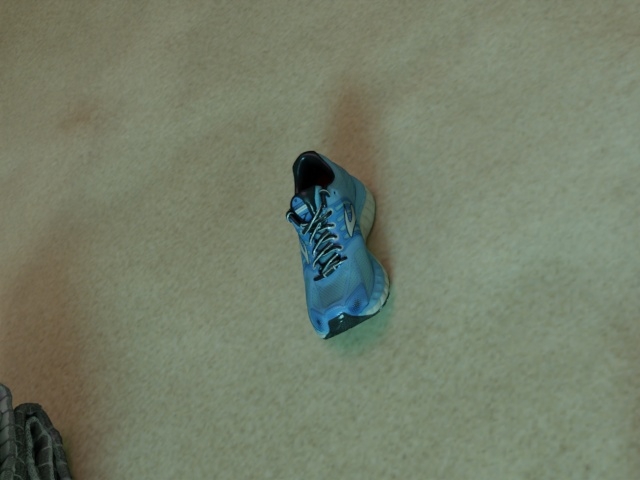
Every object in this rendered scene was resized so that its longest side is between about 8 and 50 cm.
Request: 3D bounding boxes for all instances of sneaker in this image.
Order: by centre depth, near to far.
[{"bbox_3d":[0.000,0.000,0.886,0.063,0.073,0.162,-30,38,18],"label":"sneaker"}]

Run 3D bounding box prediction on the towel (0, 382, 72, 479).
[{"bbox_3d":[-0.280,0.254,0.866,0.235,0.121,0.284,-34,36,11],"label":"towel"}]
